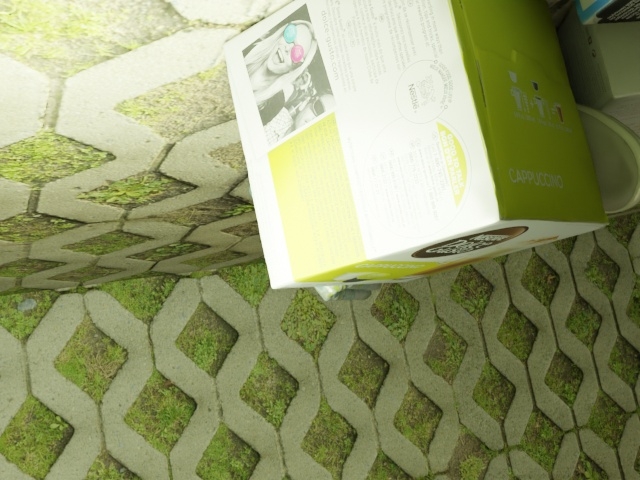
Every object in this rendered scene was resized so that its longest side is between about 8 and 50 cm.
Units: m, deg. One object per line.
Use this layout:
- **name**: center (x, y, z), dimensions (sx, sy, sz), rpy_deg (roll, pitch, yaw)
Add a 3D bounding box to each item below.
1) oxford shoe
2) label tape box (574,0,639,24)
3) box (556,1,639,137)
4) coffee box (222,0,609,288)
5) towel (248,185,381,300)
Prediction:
- **oxford shoe**: center (0.293, -0.145, 1.099), dimensions (0.130, 0.169, 0.449), rpy_deg (-19, -147, -31)
- **label tape box**: center (0.491, -0.352, 0.794), dimensions (0.333, 0.106, 0.240), rpy_deg (-8, 171, -16)
- **box**: center (0.491, -0.265, 1.130), dimensions (0.214, 0.169, 0.345), rpy_deg (-12, 170, 1)
- **coffee box**: center (0.129, -0.137, 0.933), dimensions (0.334, 0.339, 0.337), rpy_deg (-18, 169, 37)
- **towel**: center (0.000, 0.000, 1.703), dimensions (0.090, 0.321, 0.374), rpy_deg (-42, 164, 12)
